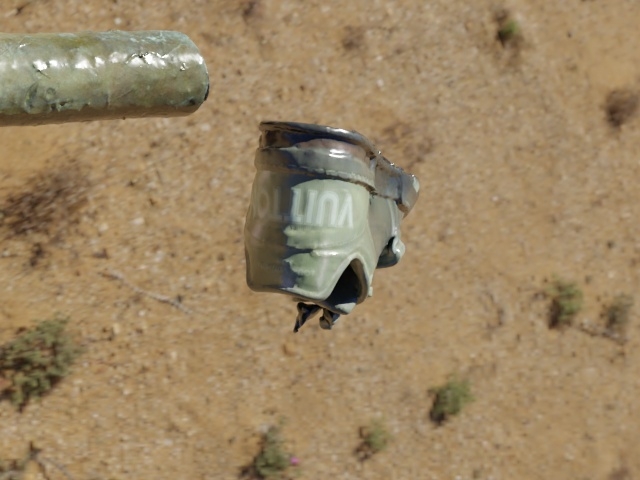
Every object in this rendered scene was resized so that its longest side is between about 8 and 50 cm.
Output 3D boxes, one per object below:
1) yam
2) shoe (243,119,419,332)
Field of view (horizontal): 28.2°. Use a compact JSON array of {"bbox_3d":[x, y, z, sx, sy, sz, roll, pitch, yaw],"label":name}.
[{"bbox_3d":[-0.167,-0.114,0.897,0.169,0.068,0.068,-7,85,-36],"label":"yam"},{"bbox_3d":[0.002,0.001,0.992,0.293,0.109,0.149,31,70,-75],"label":"shoe"}]
